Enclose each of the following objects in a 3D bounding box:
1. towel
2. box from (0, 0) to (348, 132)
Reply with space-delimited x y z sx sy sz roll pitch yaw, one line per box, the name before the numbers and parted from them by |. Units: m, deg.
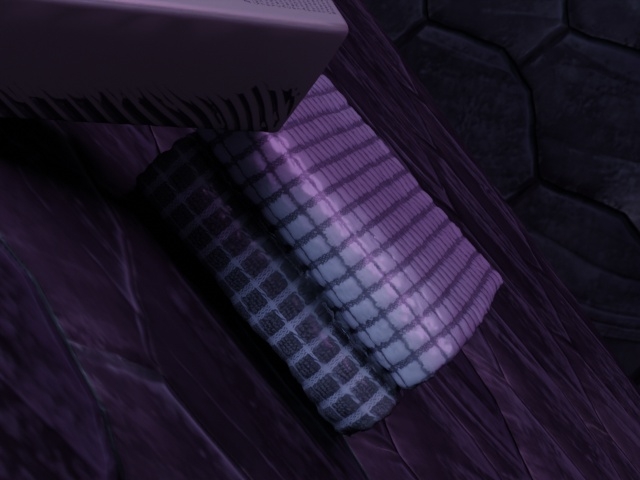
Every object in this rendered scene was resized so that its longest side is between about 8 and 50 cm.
towel | 0.000 0.000 1.320 0.235 0.121 0.284 49 14 0
box | -0.123 -0.135 1.077 0.275 0.094 0.113 1 47 -44
